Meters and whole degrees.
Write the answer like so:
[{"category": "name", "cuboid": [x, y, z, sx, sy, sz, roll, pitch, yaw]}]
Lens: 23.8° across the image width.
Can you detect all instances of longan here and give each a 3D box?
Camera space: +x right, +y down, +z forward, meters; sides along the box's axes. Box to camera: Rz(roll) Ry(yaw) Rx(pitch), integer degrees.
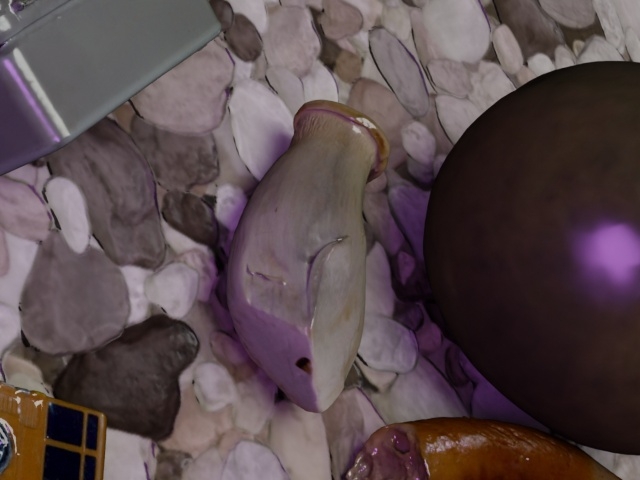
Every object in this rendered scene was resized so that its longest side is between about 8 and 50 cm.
[{"category": "longan", "cuboid": [0.239, 0.013, 1.214, 0.319, 0.319, 0.319, 21, 56, -35]}]

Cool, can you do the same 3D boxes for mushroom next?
[{"category": "mushroom", "cuboid": [-0.010, 0.000, 1.113, 0.108, 0.096, 0.247, 16, 52, -8]}]

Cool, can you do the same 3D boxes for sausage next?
[{"category": "sausage", "cuboid": [0.152, 0.193, 1.181, 0.302, 0.076, 0.103, 18, 65, -35]}]

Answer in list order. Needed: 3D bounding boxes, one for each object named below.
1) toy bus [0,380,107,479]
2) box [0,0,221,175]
[{"category": "toy bus", "cuboid": [-0.184, 0.188, 0.846, 0.114, 0.098, 0.201, 22, 54, -35]}, {"category": "box", "cuboid": [-0.175, -0.138, 0.987, 0.210, 0.148, 0.129, -44, 110, -44]}]
